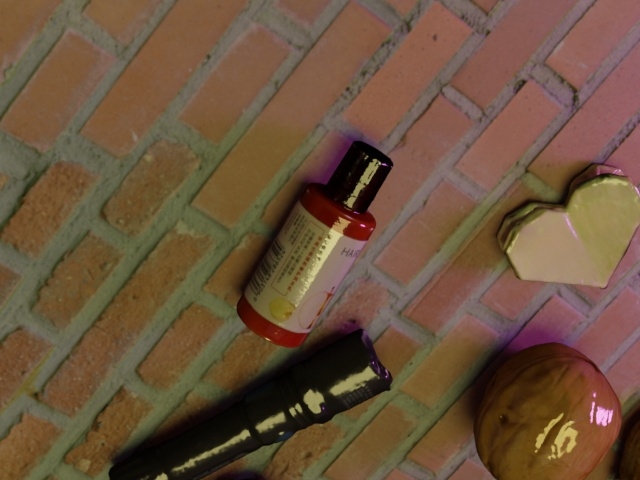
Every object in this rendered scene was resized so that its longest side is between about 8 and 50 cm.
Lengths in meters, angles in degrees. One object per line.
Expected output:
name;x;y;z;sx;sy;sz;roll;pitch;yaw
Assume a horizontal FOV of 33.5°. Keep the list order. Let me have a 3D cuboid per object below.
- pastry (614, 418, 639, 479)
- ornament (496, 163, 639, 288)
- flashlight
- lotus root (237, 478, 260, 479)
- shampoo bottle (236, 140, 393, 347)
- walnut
pastry;0.570;0.341;1.663;0.229;0.100;0.218;-35;122;0
ornament;0.360;0.003;1.482;0.201;0.059;0.180;-30;119;6
flashlight;-0.102;0.260;1.475;0.424;0.103;0.103;-29;118;2
lotus root;-0.096;0.484;1.553;0.160;0.152;0.274;-17;120;-14
shampoo bottle;0.000;0.000;1.368;0.104;0.104;0.278;24;108;-22
walnut;0.317;0.258;1.512;0.195;0.195;0.221;23;104;-21
